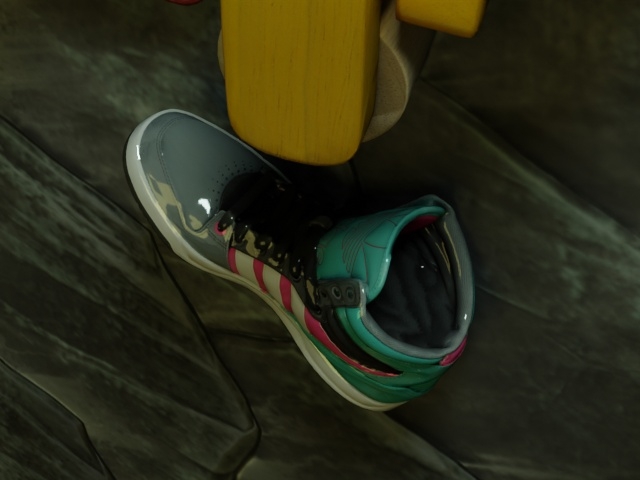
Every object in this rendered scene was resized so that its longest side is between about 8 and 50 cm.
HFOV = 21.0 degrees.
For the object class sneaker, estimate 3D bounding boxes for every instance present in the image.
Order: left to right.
[{"bbox_3d":[0.000,0.000,1.240,0.295,0.124,0.178,42,149,-11],"label":"sneaker"}]

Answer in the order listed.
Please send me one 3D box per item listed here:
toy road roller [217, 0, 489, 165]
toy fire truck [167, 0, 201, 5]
[{"bbox_3d":[0.079,-0.190,0.925,0.240,0.202,0.329,16,142,8],"label":"toy road roller"},{"bbox_3d":[-0.146,-0.292,1.093,0.254,0.169,0.302,21,145,-9],"label":"toy fire truck"}]
